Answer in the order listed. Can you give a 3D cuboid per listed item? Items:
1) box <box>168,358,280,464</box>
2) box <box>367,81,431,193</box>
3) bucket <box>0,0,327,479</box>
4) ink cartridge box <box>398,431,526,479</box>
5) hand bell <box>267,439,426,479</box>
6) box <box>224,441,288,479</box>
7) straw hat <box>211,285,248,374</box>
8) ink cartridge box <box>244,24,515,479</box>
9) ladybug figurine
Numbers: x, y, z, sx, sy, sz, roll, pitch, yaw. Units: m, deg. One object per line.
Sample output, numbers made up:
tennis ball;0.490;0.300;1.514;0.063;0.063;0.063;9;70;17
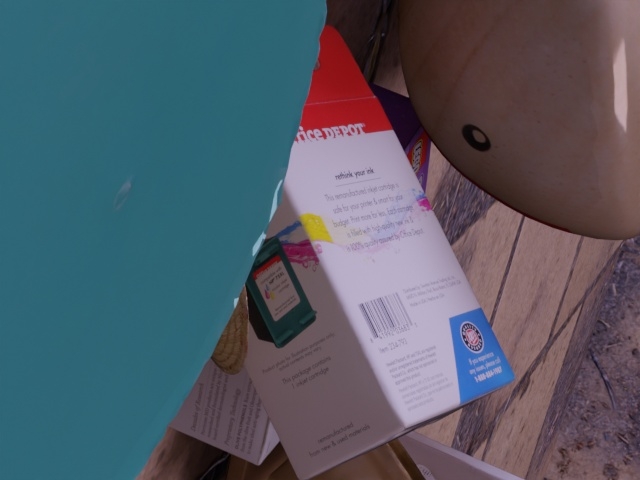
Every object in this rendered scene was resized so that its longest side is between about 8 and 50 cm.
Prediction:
box;-0.045;0.057;1.044;0.101;0.087;0.102;-43;150;-57
box;0.005;0.057;1.267;0.201;0.057;0.293;-54;159;-36
bucket;-0.127;-0.042;0.456;0.281;0.183;0.281;-58;161;-33
ink cartridge box;0.079;0.291;1.545;0.119;0.207;0.353;-44;152;-53
hand bell;-0.047;0.203;1.118;0.242;0.126;0.126;-36;163;1
box;-0.003;0.148;1.216;0.164;0.021;0.201;-26;143;-36
straw hat;-0.089;0.005;0.857;0.061;0.144;0.144;-14;138;-19
ink cartridge box;0.000;0.000;0.958;0.078;0.231;0.134;-31;170;31
ladybug figurine;0.153;-0.156;1.184;0.449;0.162;0.305;-47;132;-72
